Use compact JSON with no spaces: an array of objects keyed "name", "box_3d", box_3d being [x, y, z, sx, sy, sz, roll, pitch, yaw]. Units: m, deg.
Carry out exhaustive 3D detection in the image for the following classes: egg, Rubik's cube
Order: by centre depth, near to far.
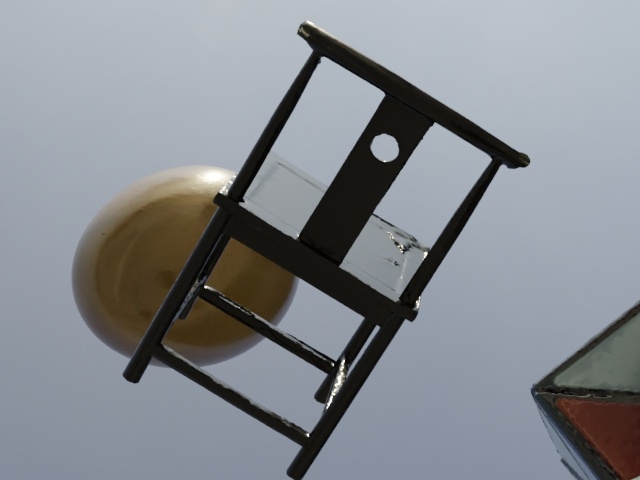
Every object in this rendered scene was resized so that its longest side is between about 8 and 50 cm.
[{"name":"Rubik's cube","box_3d":[0.408,0.216,1.192,0.248,0.246,0.250,-36,-125,-3]},{"name":"egg","box_3d":[-0.164,0.033,1.337,0.250,0.322,0.250,4,-81,30]}]

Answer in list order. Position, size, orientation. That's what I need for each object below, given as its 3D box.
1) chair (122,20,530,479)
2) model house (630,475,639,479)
[{"name":"chair","box_3d":[0.000,0.000,0.708,0.155,0.141,0.260,31,-71,-2]},{"name":"model house","box_3d":[0.232,0.116,0.353,0.271,0.300,0.190,28,-146,20]}]
